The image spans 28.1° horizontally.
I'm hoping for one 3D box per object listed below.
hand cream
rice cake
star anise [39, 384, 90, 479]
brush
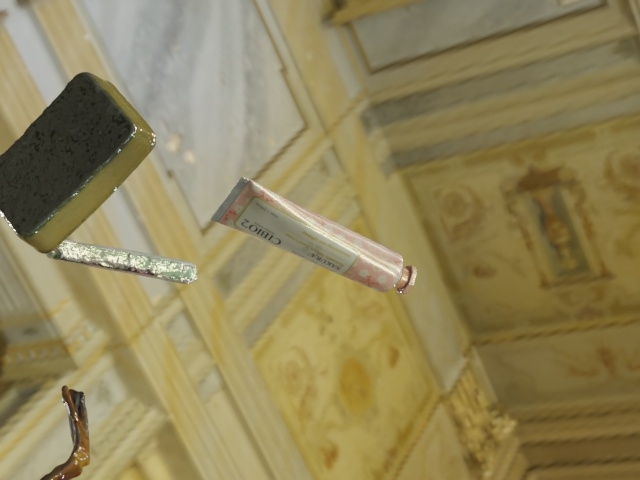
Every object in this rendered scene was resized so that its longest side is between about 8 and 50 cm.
[{"bbox_3d":[0.000,0.000,1.251,0.067,0.209,0.043,-50,-155,40],"label":"hand cream"},{"bbox_3d":[-0.267,0.028,1.729,0.207,0.033,0.033,11,176,-21],"label":"rice cake"},{"bbox_3d":[-0.359,0.282,1.331,0.346,0.237,0.148,-47,-171,-37],"label":"star anise"},{"bbox_3d":[-0.295,-0.092,1.480,0.197,0.059,0.123,-45,-116,4],"label":"brush"}]
